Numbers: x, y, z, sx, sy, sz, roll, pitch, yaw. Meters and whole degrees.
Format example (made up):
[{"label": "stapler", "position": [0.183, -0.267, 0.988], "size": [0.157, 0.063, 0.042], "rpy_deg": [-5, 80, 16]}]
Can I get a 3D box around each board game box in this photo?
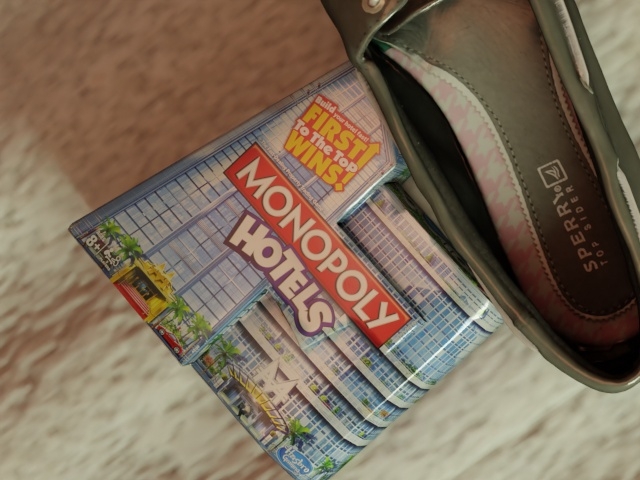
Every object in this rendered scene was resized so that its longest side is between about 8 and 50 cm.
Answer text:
[{"label": "board game box", "position": [0.000, 0.000, 0.836], "size": [0.194, 0.060, 0.194], "rpy_deg": [-44, 79, 10]}]

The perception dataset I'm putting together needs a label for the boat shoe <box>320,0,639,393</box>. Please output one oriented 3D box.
[{"label": "boat shoe", "position": [0.081, -0.077, 0.746], "size": [0.112, 0.095, 0.335], "rpy_deg": [-28, 103, 12]}]
